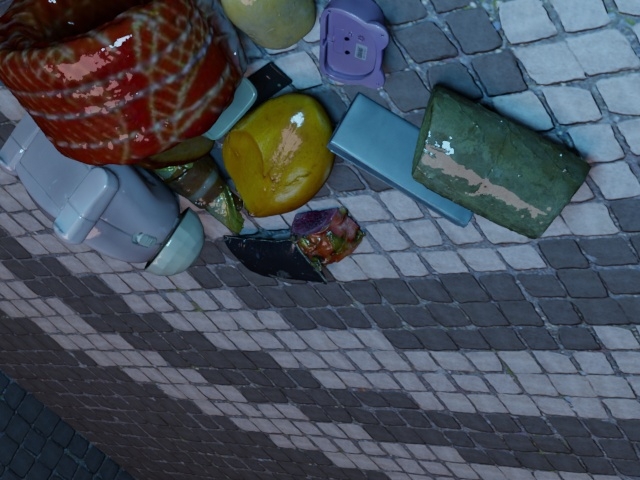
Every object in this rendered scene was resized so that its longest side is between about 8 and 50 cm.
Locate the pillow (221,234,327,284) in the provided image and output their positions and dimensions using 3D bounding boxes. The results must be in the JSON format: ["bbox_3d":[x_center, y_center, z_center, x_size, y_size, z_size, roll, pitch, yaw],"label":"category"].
[{"bbox_3d":[-0.094,0.037,2.169,0.208,0.055,0.141,5,144,41],"label":"pillow"}]

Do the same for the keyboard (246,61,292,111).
[{"bbox_3d":[-0.108,-0.259,1.790,0.053,0.010,0.155,40,146,-20],"label":"keyboard"}]

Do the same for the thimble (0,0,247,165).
[{"bbox_3d":[-0.301,-0.286,1.589,0.350,0.350,0.230,5,139,31],"label":"thimble"}]

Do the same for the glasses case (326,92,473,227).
[{"bbox_3d":[0.146,-0.130,1.734,0.266,0.105,0.056,30,174,-6],"label":"glasses case"}]

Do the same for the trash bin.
[{"bbox_3d":[-0.178,-0.225,1.705,0.059,0.116,0.130,47,169,-33],"label":"trash bin"}]

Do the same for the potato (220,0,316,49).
[{"bbox_3d":[-0.078,-0.351,1.542,0.109,0.118,0.178,47,-179,39],"label":"potato"}]

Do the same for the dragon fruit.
[{"bbox_3d":[0.000,0.000,2.016,0.147,0.096,0.102,-6,133,39],"label":"dragon fruit"}]

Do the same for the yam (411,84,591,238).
[{"bbox_3d":[0.261,-0.114,1.601,0.268,0.161,0.161,25,149,-2],"label":"yam"}]

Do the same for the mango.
[{"bbox_3d":[-0.057,-0.156,1.793,0.187,0.138,0.257,50,142,-3],"label":"mango"}]

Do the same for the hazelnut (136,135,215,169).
[{"bbox_3d":[-0.294,-0.219,1.847,0.181,0.181,0.212,-40,130,18],"label":"hazelnut"}]

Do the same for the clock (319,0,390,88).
[{"bbox_3d":[0.056,-0.300,1.572,0.110,0.050,0.152,20,149,11],"label":"clock"}]

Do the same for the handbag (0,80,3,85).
[{"bbox_3d":[-0.669,-0.383,1.985,0.144,0.057,0.221,6,143,18],"label":"handbag"}]

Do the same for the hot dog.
[{"bbox_3d":[-0.236,-0.123,1.998,0.261,0.093,0.123,37,-174,-24],"label":"hot dog"}]

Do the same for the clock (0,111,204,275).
[{"bbox_3d":[-0.396,-0.087,1.963,0.342,0.184,0.326,50,-170,34],"label":"clock"}]
